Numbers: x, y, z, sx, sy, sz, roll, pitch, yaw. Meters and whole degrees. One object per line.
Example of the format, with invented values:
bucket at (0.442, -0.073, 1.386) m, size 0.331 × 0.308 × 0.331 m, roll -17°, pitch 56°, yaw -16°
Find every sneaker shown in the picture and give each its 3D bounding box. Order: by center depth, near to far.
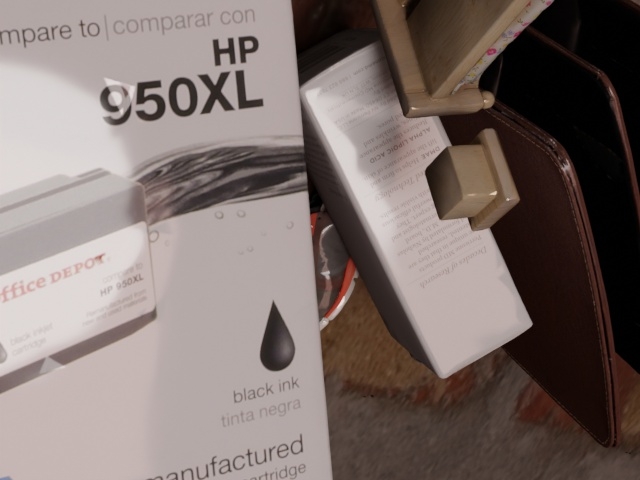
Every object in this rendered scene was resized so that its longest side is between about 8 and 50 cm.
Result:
sneaker at (0.000, 0.000, 0.914) m, size 0.065 × 0.061 × 0.158 m, roll 24°, pitch 96°, yaw -27°

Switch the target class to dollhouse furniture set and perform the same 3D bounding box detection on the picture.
dollhouse furniture set at (0.155, -0.230, 0.645) m, size 0.174 × 0.355 × 0.303 m, roll -7°, pitch 161°, yaw -24°

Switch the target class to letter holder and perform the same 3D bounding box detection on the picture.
letter holder at (0.211, -0.019, 0.905) m, size 0.152 × 0.214 × 0.302 m, roll -27°, pitch 128°, yaw -10°

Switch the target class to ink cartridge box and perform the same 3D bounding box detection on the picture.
ink cartridge box at (-0.162, -0.001, 0.673) m, size 0.285 × 0.166 × 0.394 m, roll -10°, pitch 103°, yaw -24°

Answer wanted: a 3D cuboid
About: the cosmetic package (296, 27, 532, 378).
cosmetic package at (0.053, -0.029, 0.830) m, size 0.085 × 0.117 × 0.231 m, roll -30°, pitch 108°, yaw -7°
